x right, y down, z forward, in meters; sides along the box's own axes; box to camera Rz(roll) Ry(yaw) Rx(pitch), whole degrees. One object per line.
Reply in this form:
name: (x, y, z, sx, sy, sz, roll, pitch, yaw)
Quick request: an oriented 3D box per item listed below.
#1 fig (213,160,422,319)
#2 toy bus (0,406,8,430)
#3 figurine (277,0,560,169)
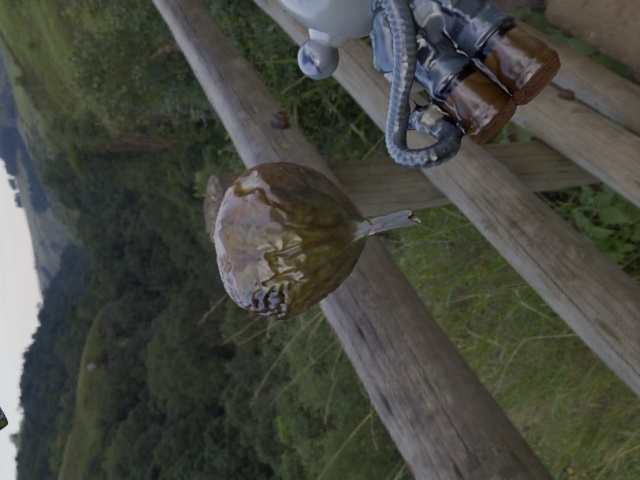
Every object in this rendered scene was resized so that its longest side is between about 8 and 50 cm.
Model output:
fig: (0.000, 0.000, 0.973, 0.369, 0.286, 0.286, -2, 98, 38)
toy bus: (-0.540, 0.211, 0.855, 0.190, 0.064, 0.075, 46, 146, 20)
figurine: (0.079, -0.272, 0.607, 0.382, 0.261, 0.186, 49, -172, 15)
